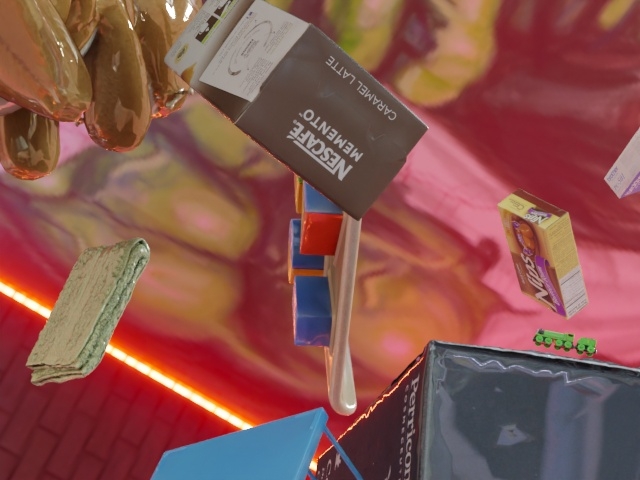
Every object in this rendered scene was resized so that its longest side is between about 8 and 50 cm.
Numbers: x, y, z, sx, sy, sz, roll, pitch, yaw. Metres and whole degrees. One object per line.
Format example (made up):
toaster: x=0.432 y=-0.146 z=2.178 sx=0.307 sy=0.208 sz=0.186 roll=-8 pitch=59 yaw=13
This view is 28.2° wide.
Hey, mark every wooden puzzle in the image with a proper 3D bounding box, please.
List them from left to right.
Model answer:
wooden puzzle: x=0.000 y=0.000 z=1.651 sx=0.322 sy=0.080 sz=0.348 roll=-97 pitch=-174 yaw=-58

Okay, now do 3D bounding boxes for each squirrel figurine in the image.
squirrel figurine: x=-0.266 y=-0.264 z=1.230 sx=0.281 sy=0.397 sz=0.370 roll=-22 pitch=179 yaw=35

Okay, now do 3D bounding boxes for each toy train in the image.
toy train: x=0.315 y=0.130 z=1.639 sx=0.017 sy=0.083 sz=0.024 roll=89 pitch=15 yaw=-58

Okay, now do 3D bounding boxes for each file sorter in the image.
file sorter: x=-0.059 y=0.234 z=1.059 sx=0.170 sy=0.104 sz=0.118 roll=-19 pitch=-155 yaw=28

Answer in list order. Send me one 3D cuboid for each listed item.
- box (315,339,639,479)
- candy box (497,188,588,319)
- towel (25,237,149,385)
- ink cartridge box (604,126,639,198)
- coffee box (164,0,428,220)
box: x=0.158 y=0.404 z=1.220 sx=0.472 sy=0.297 sz=0.480 roll=122 pitch=-24 yaw=-64
candy box: x=0.340 y=0.021 z=1.940 sx=0.053 sy=0.187 sz=0.109 roll=-34 pitch=-141 yaw=-19
towel: x=-0.218 y=0.067 z=1.191 sx=0.110 sy=0.027 sz=0.148 roll=-9 pitch=-127 yaw=48
ink cartridge box: x=0.523 y=-0.154 z=1.948 sx=0.097 sy=0.046 sz=0.207 roll=-20 pitch=154 yaw=-29
coffee box: x=-0.029 y=-0.126 z=1.087 sx=0.098 sy=0.141 sz=0.246 roll=-52 pitch=-154 yaw=3
